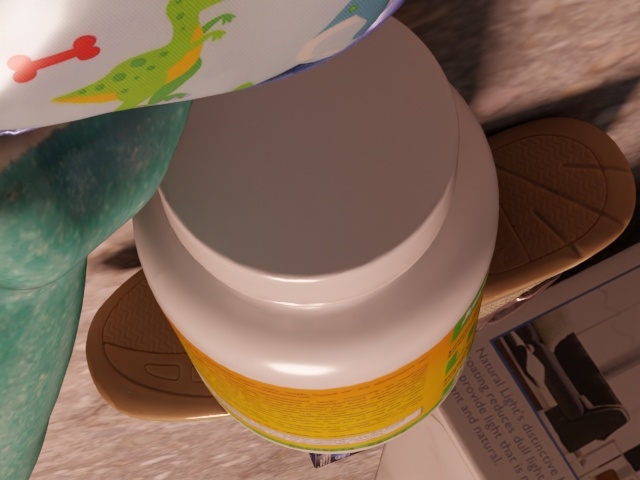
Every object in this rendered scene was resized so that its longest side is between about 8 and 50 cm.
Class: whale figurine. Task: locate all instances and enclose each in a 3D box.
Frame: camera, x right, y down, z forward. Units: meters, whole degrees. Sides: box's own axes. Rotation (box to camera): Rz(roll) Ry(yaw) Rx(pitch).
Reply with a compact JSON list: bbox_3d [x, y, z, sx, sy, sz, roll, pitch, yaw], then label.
[{"bbox_3d":[-0.130,0.035,0.492,0.272,0.141,0.216,-30,-170,39],"label":"whale figurine"}]

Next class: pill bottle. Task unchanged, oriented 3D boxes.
[{"bbox_3d":[0.000,0.000,0.607,0.136,0.136,0.246,-17,163,-3],"label":"pill bottle"}]

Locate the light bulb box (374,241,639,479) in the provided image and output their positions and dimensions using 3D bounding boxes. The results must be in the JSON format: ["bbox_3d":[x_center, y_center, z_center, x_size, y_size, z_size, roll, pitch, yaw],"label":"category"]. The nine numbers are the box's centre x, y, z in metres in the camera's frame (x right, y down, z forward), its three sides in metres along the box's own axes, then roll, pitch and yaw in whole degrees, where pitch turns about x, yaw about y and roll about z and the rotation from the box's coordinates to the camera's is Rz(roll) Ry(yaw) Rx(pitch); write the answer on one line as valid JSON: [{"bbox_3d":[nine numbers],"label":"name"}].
[{"bbox_3d":[0.246,0.150,1.040,0.361,0.225,0.358,-26,160,-13],"label":"light bulb box"}]

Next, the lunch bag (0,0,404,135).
[{"bbox_3d":[-0.071,-0.095,0.314,0.219,0.090,0.176,-12,153,-24],"label":"lunch bag"}]

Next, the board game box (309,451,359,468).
[{"bbox_3d":[0.078,0.093,1.118,0.194,0.060,0.194,-18,162,-7],"label":"board game box"}]

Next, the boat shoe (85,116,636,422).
[{"bbox_3d":[0.024,0.026,0.784,0.285,0.103,0.092,-24,159,-2],"label":"boat shoe"}]
